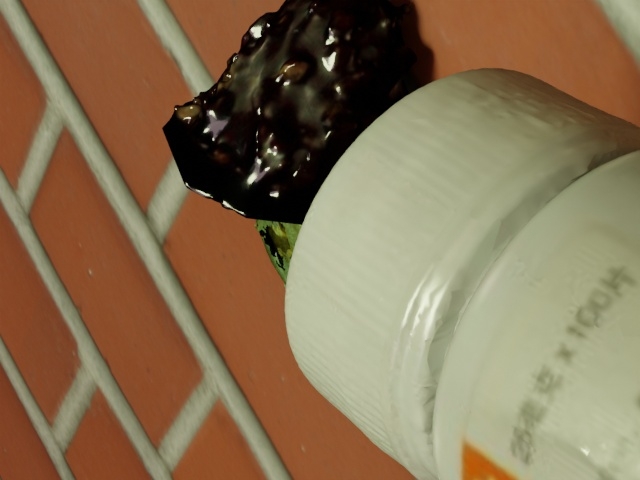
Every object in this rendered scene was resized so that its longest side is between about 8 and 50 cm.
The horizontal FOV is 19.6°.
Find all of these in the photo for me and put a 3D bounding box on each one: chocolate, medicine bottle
[{"bbox_3d":[-0.005,-0.099,1.121,0.156,0.156,0.133,41,124,40],"label":"chocolate"},{"bbox_3d":[0.166,0.079,0.794,0.371,0.211,0.211,35,137,44],"label":"medicine bottle"}]

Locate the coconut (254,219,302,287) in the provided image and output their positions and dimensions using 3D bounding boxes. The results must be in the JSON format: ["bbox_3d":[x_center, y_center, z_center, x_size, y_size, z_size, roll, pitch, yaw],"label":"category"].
[{"bbox_3d":[-0.003,0.000,1.245,0.158,0.055,0.133,9,115,59],"label":"coconut"}]
